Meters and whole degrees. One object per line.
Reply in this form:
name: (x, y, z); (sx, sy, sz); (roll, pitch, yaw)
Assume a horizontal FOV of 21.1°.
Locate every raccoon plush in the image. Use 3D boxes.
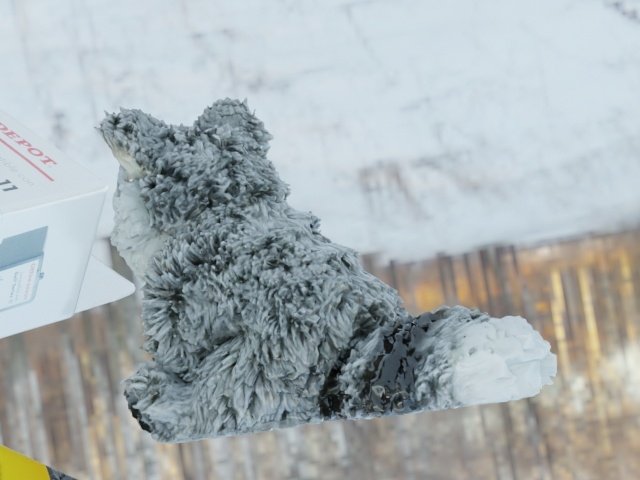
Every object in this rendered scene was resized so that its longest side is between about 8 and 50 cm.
raccoon plush: (0.000, 0.000, 1.430); (0.446, 0.299, 0.216); (-11, 175, 33)

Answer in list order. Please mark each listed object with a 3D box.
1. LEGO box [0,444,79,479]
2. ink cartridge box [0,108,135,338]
LEGO box: (-0.382, 0.381, 1.301); (0.372, 0.500, 0.193); (30, 140, -31)
ink cartridge box: (-0.297, -0.021, 1.182); (0.207, 0.119, 0.353); (33, -151, 28)
